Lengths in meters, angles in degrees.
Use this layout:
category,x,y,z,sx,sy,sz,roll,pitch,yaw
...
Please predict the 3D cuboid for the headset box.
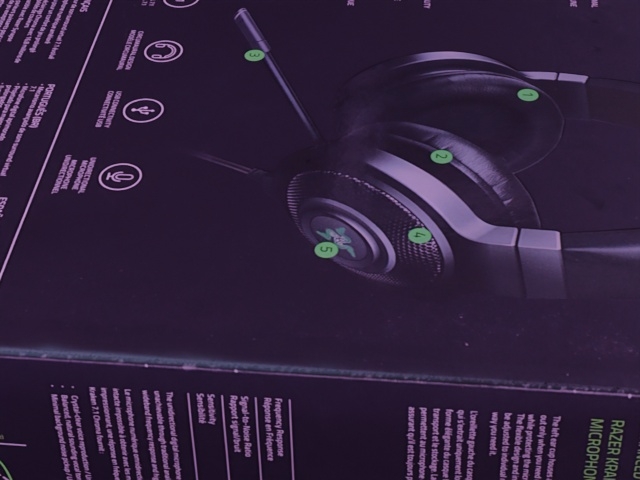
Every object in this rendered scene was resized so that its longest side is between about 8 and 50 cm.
category,x,y,z,sx,sy,sz,roll,pitch,yaw
headset box,0.000,0.000,0.496,0.283,0.131,0.246,2,41,5
